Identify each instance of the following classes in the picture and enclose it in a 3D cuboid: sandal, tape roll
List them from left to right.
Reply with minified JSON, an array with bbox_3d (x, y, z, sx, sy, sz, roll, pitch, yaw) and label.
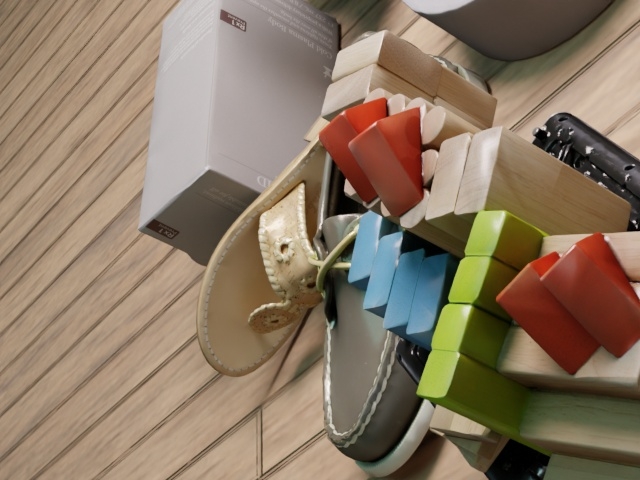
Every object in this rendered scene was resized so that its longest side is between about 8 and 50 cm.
[{"bbox_3d":[-0.005,-0.003,1.027,0.240,0.088,0.079,-58,27,-3],"label":"sandal"},{"bbox_3d":[0.145,-0.236,0.988,0.219,0.072,0.219,-38,38,38],"label":"tape roll"}]

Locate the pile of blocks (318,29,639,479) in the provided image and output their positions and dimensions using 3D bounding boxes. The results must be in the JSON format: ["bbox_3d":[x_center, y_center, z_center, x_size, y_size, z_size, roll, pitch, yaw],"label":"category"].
[{"bbox_3d":[0.055,0.005,0.664,0.149,0.112,0.362,-58,28,9],"label":"pile of blocks"}]

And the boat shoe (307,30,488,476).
[{"bbox_3d":[0.038,0.001,0.946,0.109,0.091,0.305,-25,46,49],"label":"boat shoe"}]

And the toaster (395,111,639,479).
[{"bbox_3d":[0.144,0.047,0.715,0.168,0.110,0.186,-58,29,11],"label":"toaster"}]

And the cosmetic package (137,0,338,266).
[{"bbox_3d":[-0.061,-0.095,1.154,0.107,0.127,0.238,-40,38,37],"label":"cosmetic package"}]
